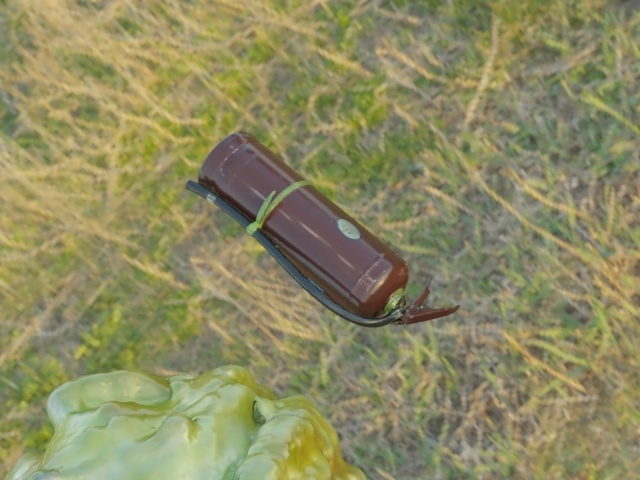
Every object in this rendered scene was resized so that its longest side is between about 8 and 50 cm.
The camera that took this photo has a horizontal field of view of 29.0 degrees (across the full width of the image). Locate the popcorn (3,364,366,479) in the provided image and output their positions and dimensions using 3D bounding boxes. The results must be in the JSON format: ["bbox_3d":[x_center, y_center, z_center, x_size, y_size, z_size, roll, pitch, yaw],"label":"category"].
[{"bbox_3d":[-0.105,0.225,0.964,0.279,0.274,0.335,-34,22,5],"label":"popcorn"}]

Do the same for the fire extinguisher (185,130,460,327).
[{"bbox_3d":[0.000,0.000,0.573,0.132,0.039,0.056,40,44,21],"label":"fire extinguisher"}]
